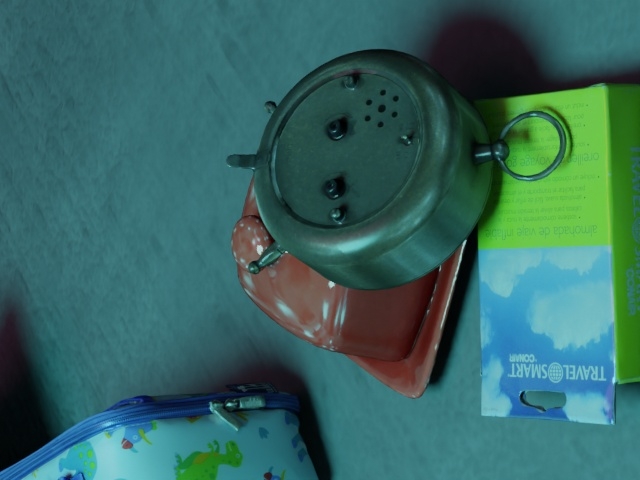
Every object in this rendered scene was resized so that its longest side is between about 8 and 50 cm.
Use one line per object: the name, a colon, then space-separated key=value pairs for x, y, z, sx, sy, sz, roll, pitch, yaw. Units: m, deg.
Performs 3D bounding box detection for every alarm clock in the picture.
alarm clock: x=0.043 y=-0.044 z=1.025 sx=0.192 sy=0.064 sz=0.129 roll=-6 pitch=67 yaw=25

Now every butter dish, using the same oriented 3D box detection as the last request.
butter dish: x=0.000 y=0.000 z=1.132 sx=0.160 sy=0.118 sz=0.160 roll=36 pitch=120 yaw=47

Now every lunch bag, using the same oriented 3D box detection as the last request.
lunch bag: x=-0.120 y=0.168 z=1.250 sx=0.219 sy=0.176 sz=0.090 roll=-35 pitch=65 yaw=49

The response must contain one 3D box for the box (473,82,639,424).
box: x=0.133 y=0.008 z=1.018 sx=0.109 sy=0.042 sz=0.178 roll=-3 pitch=89 yaw=53
